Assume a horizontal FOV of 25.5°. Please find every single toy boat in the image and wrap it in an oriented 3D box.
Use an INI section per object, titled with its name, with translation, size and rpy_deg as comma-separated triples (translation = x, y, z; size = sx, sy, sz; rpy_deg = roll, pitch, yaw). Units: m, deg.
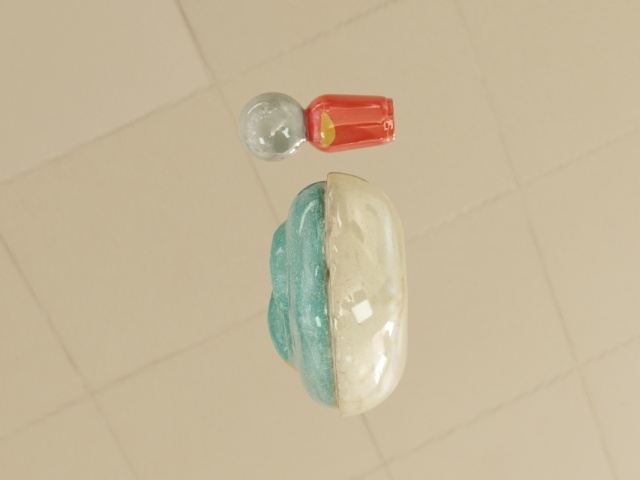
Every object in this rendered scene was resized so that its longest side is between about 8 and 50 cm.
[toy boat]
translation = 0.000, 0.000, 1.279
size = 0.148, 0.318, 0.267
rpy_deg = -3, 150, 2
